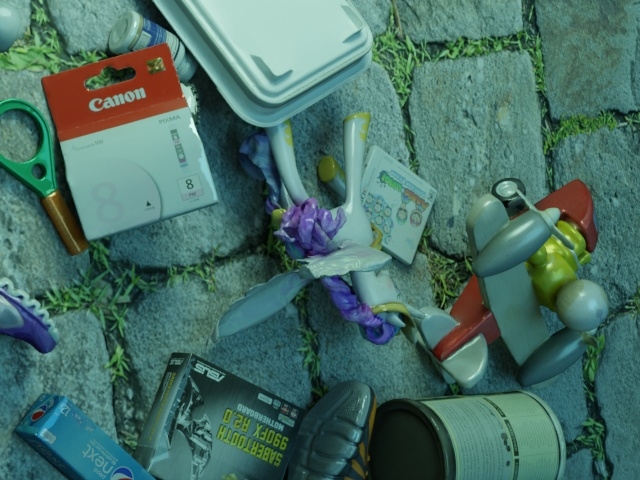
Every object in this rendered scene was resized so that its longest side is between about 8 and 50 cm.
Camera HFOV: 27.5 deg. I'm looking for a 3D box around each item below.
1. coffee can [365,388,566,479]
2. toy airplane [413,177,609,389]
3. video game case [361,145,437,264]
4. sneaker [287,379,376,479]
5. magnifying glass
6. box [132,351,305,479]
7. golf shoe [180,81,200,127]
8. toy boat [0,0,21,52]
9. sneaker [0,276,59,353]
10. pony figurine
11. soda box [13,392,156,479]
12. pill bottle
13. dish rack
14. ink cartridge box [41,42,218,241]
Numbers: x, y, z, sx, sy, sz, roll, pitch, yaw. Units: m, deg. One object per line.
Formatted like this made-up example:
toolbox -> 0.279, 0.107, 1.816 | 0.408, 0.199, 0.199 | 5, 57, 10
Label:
coffee can -> 0.233, 0.349, 2.118 | 0.275, 0.201, 0.201 | 1, 87, -39
toy airplane -> 0.339, 0.095, 2.170 | 0.386, 0.272, 0.384 | -7, 112, -52
video game case -> 0.117, -0.058, 2.164 | 0.157, 0.019, 0.143 | 34, 68, -33
sneaker -> 0.039, 0.385, 2.028 | 0.180, 0.125, 0.321 | 29, 81, -38
magnifying glass -> -0.379, -0.084, 1.768 | 0.092, 0.026, 0.231 | -38, 109, -34
box -> -0.147, 0.289, 1.910 | 0.231, 0.056, 0.183 | 32, 68, -33
golf shoe -> -0.235, -0.142, 1.845 | 0.094, 0.077, 0.198 | 24, 78, -29
toy boat -> -0.474, -0.378, 1.626 | 0.267, 0.148, 0.318 | -32, 107, -35
sneaker -> -0.443, 0.082, 1.669 | 0.236, 0.095, 0.104 | 41, 70, -24
pony figurine -> 0.000, 0.000, 1.938 | 0.351, 0.303, 0.363 | -8, 77, -47
soda box -> -0.310, 0.298, 1.769 | 0.210, 0.071, 0.067 | 50, 61, -26
pill bottle -> -0.236, -0.272, 1.862 | 0.120, 0.067, 0.067 | 27, 71, -34
dish rack -> -0.085, -0.354, 1.911 | 0.285, 0.072, 0.333 | -35, 86, -34
ink cartridge box -> -0.261, -0.135, 1.782 | 0.189, 0.066, 0.232 | -17, 99, -7
